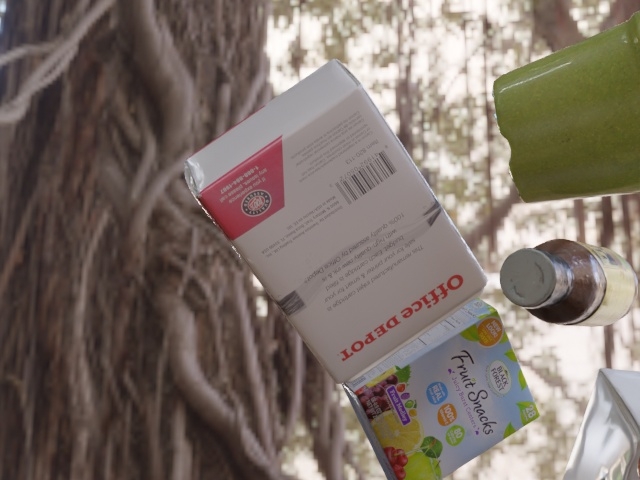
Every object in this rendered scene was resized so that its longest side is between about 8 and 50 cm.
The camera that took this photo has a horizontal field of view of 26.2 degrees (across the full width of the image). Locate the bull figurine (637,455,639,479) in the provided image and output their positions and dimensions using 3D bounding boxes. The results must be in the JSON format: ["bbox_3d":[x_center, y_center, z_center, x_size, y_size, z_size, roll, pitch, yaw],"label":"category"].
[{"bbox_3d":[0.434,0.132,1.428,0.188,0.310,0.101,16,0,16],"label":"bull figurine"}]

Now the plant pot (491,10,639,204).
[{"bbox_3d":[0.372,-0.162,1.830,0.254,0.276,0.276,-15,-26,17],"label":"plant pot"}]

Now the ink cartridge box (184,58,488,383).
[{"bbox_3d":[0.018,-0.017,1.485,0.207,0.117,0.283,-34,-64,2],"label":"ink cartridge box"}]

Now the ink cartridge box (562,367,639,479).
[{"bbox_3d":[0.520,0.329,1.786,0.385,0.160,0.279,6,-65,-14],"label":"ink cartridge box"}]

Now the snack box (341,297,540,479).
[{"bbox_3d":[0.150,0.194,1.718,0.207,0.070,0.174,-32,-64,-12],"label":"snack box"}]

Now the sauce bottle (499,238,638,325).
[{"bbox_3d":[0.313,0.054,1.736,0.111,0.111,0.344,-10,-7,23],"label":"sauce bottle"}]
